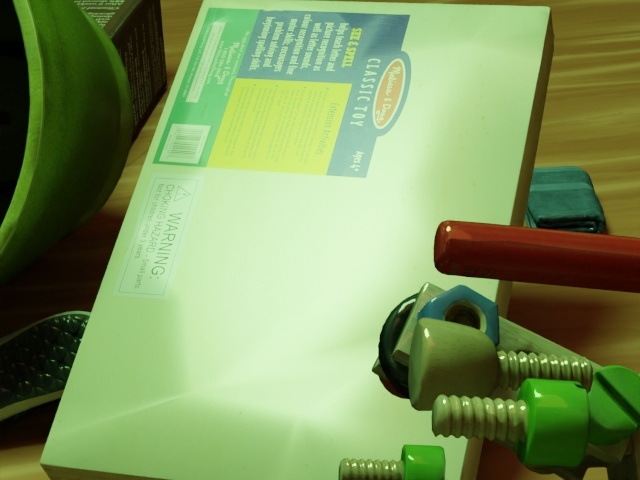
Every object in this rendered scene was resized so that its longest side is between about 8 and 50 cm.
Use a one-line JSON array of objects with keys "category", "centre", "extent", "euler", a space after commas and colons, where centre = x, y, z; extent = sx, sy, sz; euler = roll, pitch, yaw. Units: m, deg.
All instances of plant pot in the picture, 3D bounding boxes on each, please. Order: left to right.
[{"category": "plant pot", "centre": [-0.315, -0.100, 1.272], "extent": [0.366, 0.366, 0.353], "euler": [3, 3, 13]}]

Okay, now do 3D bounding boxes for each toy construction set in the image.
[{"category": "toy construction set", "centre": [0.146, 0.124, 0.783], "extent": [0.237, 0.309, 0.257], "euler": [4, 45, -5]}]

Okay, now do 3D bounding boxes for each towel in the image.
[{"category": "towel", "centre": [0.209, -0.032, 1.439], "extent": [0.067, 0.029, 0.119], "euler": [-3, 23, 1]}]

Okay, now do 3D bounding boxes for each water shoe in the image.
[{"category": "water shoe", "centre": [-0.238, 0.106, 1.158], "extent": [0.203, 0.073, 0.080], "euler": [-13, -12, -2]}]

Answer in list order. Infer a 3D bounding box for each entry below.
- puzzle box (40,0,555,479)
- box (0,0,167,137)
[{"category": "puzzle box", "centre": [0.000, 0.000, 1.122], "extent": [0.272, 0.052, 0.409], "euler": [4, 56, 17]}, {"category": "box", "centre": [-0.283, -0.156, 1.653], "extent": [0.191, 0.143, 0.381], "euler": [1, 22, 8]}]
